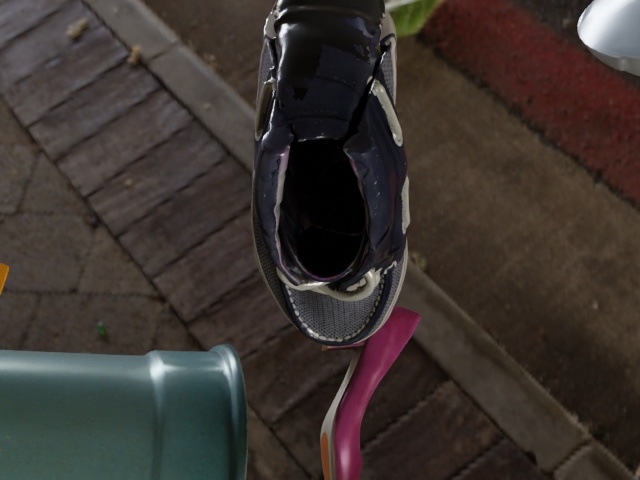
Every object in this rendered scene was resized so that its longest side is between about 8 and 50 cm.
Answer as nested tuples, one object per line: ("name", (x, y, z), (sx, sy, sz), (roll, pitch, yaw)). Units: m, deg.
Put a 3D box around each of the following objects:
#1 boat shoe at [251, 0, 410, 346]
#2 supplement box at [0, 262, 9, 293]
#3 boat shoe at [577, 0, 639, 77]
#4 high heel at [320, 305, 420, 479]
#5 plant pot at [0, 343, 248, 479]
("boat shoe", (0.000, 0.000, 0.873), (0.127, 0.340, 0.158), (0, 46, 6))
("supplement box", (-0.182, 0.058, 0.577), (0.036, 0.098, 0.062), (20, 40, -13))
("boat shoe", (0.357, -0.158, 1.064), (0.306, 0.105, 0.113), (18, 65, 51))
("high heel", (0.061, 0.197, 1.435), (0.117, 0.082, 0.244), (2, 78, -10))
("plant pot", (-0.281, 0.257, 1.284), (0.334, 0.341, 0.341), (9, 50, -16))
